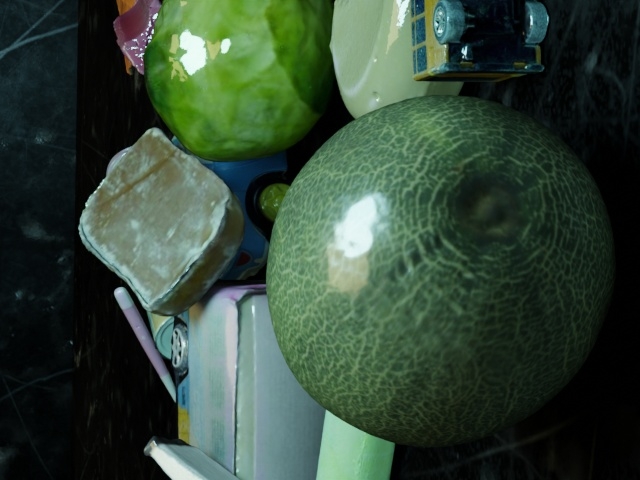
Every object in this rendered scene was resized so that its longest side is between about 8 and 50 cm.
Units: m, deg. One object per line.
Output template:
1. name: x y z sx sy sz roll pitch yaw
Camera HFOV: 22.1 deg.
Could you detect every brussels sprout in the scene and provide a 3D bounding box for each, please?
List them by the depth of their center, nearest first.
1. brussels sprout: -0.082 -0.219 1.762 0.219 0.210 0.271 -69 -19 -81

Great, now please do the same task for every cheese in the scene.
1. cheese: 0.077 -0.190 1.428 0.202 0.091 0.175 125 142 -60

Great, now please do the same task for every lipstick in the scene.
1. lipstick: 0.042 0.151 1.568 0.076 0.076 0.304 -124 37 -62

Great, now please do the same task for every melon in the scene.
1. melon: 0.080 0.025 1.152 0.301 0.238 0.237 121 146 -70

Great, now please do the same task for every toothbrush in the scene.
1. toothbrush: -0.237 0.178 2.388 0.025 0.020 0.286 -104 -8 -58

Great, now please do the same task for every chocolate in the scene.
1. chocolate: -0.162 -0.010 1.803 0.157 0.080 0.254 -49 38 -1

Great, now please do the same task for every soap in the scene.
1. soap: -0.187 -0.253 2.148 0.099 0.162 0.250 -45 18 5

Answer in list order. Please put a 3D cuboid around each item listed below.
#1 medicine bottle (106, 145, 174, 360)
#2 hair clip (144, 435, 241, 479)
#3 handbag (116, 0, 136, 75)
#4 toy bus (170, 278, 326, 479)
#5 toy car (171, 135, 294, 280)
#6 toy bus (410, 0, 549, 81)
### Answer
1. medicine bottle: -0.242 0.017 2.494 0.426 0.108 0.108 -112 28 -49
2. hair clip: -0.060 0.315 1.605 0.331 0.085 0.101 30 94 37
3. handbag: -0.233 -0.475 2.442 0.410 0.116 0.303 112 153 -53
4. toy bus: -0.066 0.231 1.774 0.162 0.171 0.386 170 99 -69
5. toy car: -0.119 -0.095 1.974 0.198 0.166 0.314 137 132 -63
6. toy bus: 0.119 -0.218 1.287 0.103 0.091 0.182 173 95 -73
